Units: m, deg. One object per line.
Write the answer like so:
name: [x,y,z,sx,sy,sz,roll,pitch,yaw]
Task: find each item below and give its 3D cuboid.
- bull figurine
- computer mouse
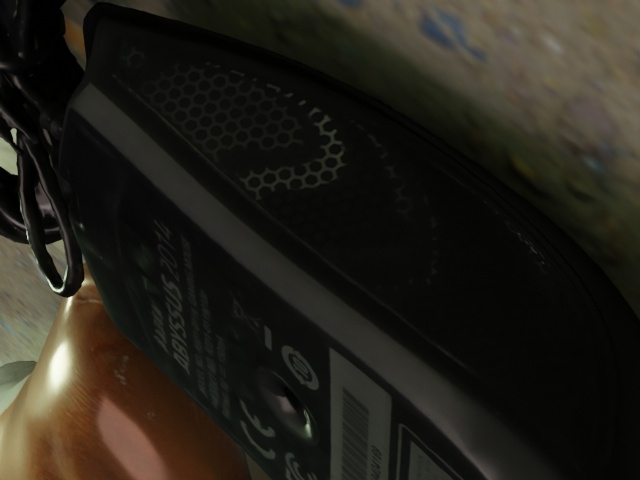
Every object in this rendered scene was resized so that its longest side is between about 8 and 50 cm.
bull figurine: [-0.054,0.096,0.666,0.188,0.101,0.310,40,160,1]
computer mouse: [0.000,0.000,0.439,0.272,0.072,0.188,44,154,21]
